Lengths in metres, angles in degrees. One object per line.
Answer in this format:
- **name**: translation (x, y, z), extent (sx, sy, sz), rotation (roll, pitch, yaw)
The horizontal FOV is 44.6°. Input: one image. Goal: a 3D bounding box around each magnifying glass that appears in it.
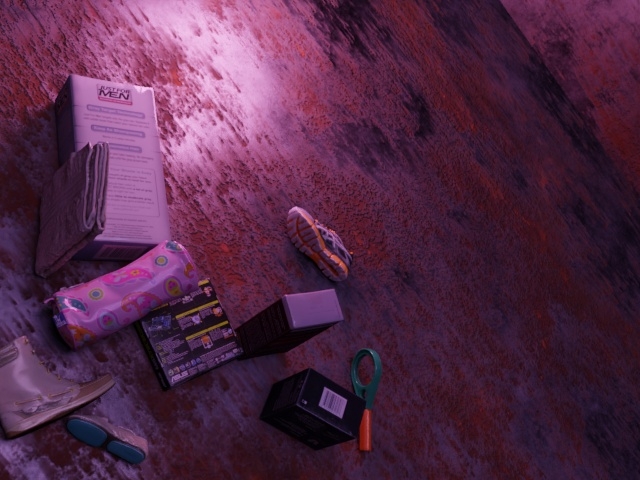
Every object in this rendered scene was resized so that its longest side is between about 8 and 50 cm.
- **magnifying glass**: translation (0.105, 0.364, 1.792), extent (0.026, 0.092, 0.231), rotation (15, 70, -34)

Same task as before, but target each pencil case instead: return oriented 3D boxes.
- **pencil case**: translation (-0.379, 0.102, 1.504), extent (0.284, 0.124, 0.124), rotation (-27, 84, -24)

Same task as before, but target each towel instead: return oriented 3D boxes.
- **towel**: translation (-0.468, -0.057, 1.451), extent (0.049, 0.282, 0.187), rotation (15, 60, -35)

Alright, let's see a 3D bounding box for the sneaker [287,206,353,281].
- **sneaker**: translation (0.000, 0.000, 1.899), extent (0.215, 0.084, 0.083), rotation (52, 46, -16)

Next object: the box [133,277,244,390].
- **box**: translation (-0.277, 0.192, 1.622), extent (0.191, 0.045, 0.184), rotation (-21, 78, -40)

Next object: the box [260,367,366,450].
- **box**: translation (-0.015, 0.359, 1.649), extent (0.156, 0.158, 0.093), rotation (34, 53, -18)

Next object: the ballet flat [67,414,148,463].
- **ballet flat**: translation (-0.396, 0.362, 1.454), extent (0.168, 0.057, 0.052), rotation (37, 23, -20)

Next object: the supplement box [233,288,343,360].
- **supplement box**: translation (-0.074, 0.180, 1.643), extent (0.130, 0.239, 0.073), rotation (-4, 69, -37)

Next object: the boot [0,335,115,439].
- **boot**: translation (-0.496, 0.244, 1.417), extent (0.213, 0.077, 0.165), rotation (-22, 80, -38)

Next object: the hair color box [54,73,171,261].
- **hair color box**: translation (-0.437, -0.148, 1.632), extent (0.185, 0.113, 0.374), rotation (4, 66, -35)
